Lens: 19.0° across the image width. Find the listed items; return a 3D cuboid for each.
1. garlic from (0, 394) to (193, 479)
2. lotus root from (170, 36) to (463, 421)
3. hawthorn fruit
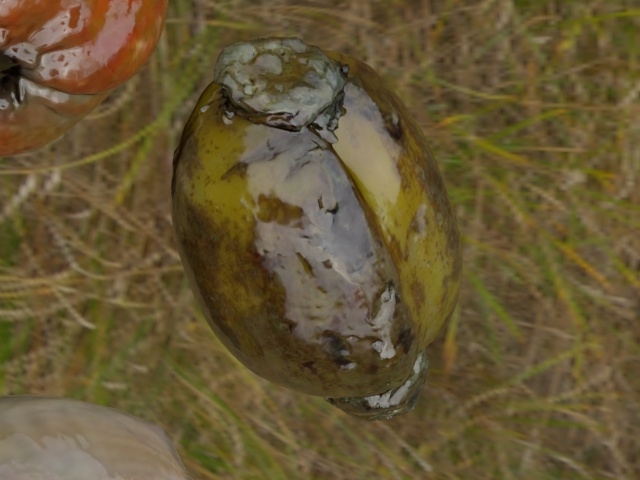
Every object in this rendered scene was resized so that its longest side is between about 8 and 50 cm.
[{"bbox_3d":[-0.094,0.110,0.573,0.198,0.090,0.128,-33,70,-30],"label":"garlic"},{"bbox_3d":[0.000,0.000,0.823,0.120,0.120,0.209,-34,131,-17],"label":"lotus root"},{"bbox_3d":[-0.194,-0.180,1.045,0.210,0.210,0.262,1,57,-23],"label":"hawthorn fruit"}]
